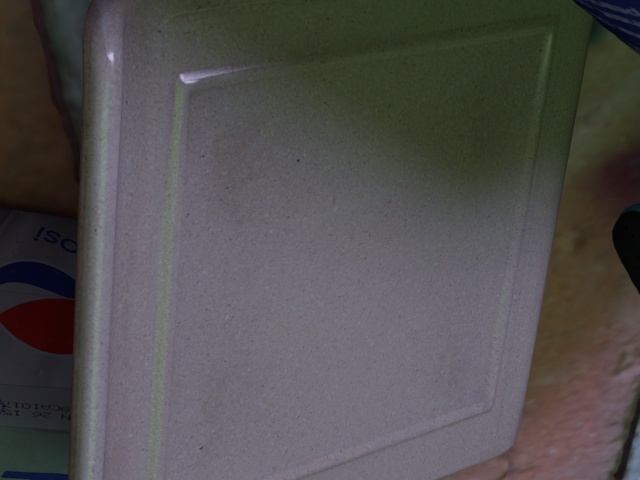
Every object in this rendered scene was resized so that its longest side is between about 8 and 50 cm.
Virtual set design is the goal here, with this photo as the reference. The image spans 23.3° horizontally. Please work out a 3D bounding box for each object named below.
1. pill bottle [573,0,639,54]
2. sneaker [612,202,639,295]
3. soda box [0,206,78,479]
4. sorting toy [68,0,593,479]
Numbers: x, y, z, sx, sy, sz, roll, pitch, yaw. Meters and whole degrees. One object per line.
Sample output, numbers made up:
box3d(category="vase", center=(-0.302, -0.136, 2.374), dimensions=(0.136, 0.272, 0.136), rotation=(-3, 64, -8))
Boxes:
box3d(category="pill bottle", center=(0.124, -0.100, 0.352), dimensions=(0.153, 0.153, 0.264), rotation=(-36, 142, 25))
box3d(category="sneaker", center=(0.235, -0.038, 0.477), dimensions=(0.341, 0.140, 0.125), rotation=(-43, 173, 35))
box3d(category="soda box", center=(-0.154, 0.109, 0.570), dimensions=(0.098, 0.091, 0.286), rotation=(9, 137, -32))
box3d(category="sorting toy", center=(0.000, 0.000, 0.452), dimensions=(0.196, 0.047, 0.348), rotation=(-17, 124, -40))
